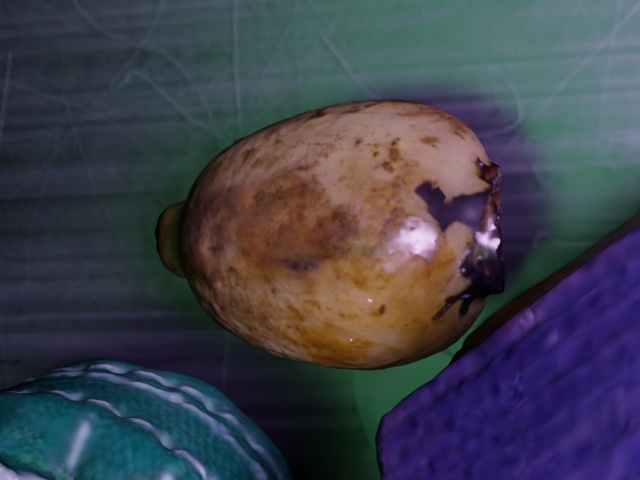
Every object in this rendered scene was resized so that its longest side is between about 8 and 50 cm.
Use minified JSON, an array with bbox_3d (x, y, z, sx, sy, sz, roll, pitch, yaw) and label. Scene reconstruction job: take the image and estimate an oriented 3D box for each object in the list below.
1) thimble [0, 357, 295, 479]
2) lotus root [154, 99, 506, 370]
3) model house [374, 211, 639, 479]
[{"bbox_3d":[-0.129,0.215,0.871,0.254,0.167,0.288,-10,95,20],"label":"thimble"},{"bbox_3d":[0.000,0.000,0.823,0.214,0.138,0.138,-7,97,30],"label":"lotus root"},{"bbox_3d":[0.191,0.142,0.701,0.245,0.280,0.312,-35,89,19],"label":"model house"}]
